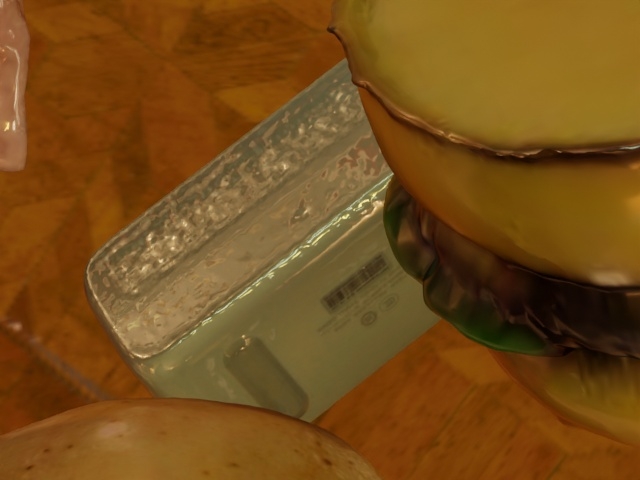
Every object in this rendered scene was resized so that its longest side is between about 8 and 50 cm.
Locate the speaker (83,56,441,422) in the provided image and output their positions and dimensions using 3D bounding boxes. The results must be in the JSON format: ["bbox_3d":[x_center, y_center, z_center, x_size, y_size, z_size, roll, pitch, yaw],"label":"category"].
[{"bbox_3d":[0.000,0.000,1.566,0.406,0.184,0.183,-38,49,0],"label":"speaker"}]

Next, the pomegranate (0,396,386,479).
[{"bbox_3d":[-0.089,0.227,0.874,0.338,0.338,0.338,1,94,16],"label":"pomegranate"}]

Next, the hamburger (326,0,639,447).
[{"bbox_3d":[0.236,-0.078,0.953,0.396,0.395,0.277,-16,132,17],"label":"hamburger"}]

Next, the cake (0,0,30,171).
[{"bbox_3d":[-0.365,-0.173,1.138,0.293,0.307,0.314,19,109,52],"label":"cake"}]
